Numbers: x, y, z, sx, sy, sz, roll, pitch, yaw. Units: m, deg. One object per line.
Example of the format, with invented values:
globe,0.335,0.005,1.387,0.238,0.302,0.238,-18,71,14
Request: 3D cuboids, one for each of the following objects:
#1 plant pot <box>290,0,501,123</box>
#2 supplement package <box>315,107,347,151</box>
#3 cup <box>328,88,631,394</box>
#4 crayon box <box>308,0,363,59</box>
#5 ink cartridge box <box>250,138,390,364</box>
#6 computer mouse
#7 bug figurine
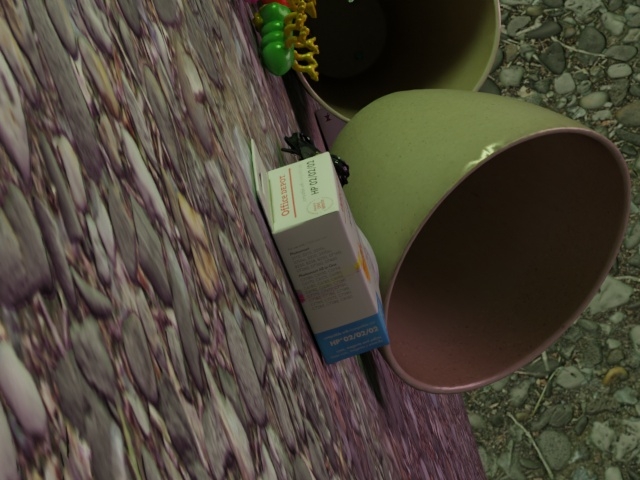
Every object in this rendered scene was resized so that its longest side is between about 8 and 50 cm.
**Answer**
plant pot,0.054,-0.263,2.106,0.274,0.256,0.256,-156,-134,-76
supplement package,0.115,-0.130,2.338,0.203,0.194,0.149,4,67,-83
cup,0.136,-0.035,1.881,0.237,0.331,0.331,45,-14,40
crayon box,0.004,-0.424,2.666,0.313,0.106,0.363,56,16,-74
ink cartridge box,0.000,0.000,1.472,0.104,0.061,0.181,-100,169,-58
computer mouse,0.020,-0.012,1.693,0.106,0.042,0.193,28,-40,60
bug figurine,-0.059,-0.294,1.795,0.279,0.072,0.216,72,9,-56
